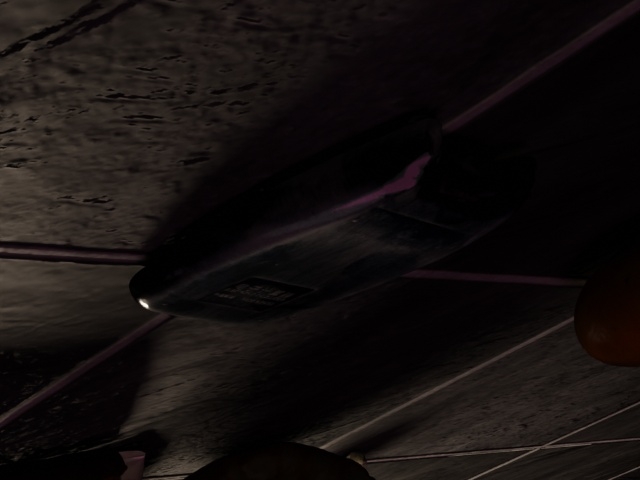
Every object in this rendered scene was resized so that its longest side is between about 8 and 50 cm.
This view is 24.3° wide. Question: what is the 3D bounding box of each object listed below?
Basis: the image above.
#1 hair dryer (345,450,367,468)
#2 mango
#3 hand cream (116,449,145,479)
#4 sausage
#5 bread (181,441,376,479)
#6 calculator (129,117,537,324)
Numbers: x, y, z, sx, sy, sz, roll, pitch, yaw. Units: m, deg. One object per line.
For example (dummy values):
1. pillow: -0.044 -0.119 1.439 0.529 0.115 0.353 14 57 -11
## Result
1. hair dryer: 0.009 0.280 1.721 0.082 0.047 0.137 -1 149 -37
2. mango: 0.282 0.046 1.231 0.141 0.102 0.217 -35 172 -25
3. hand cream: -0.205 0.252 1.469 0.080 0.050 0.234 -10 154 -8
4. sausage: -0.302 0.229 1.265 0.302 0.076 0.103 -2 151 -39
5. bread: -0.055 0.363 1.499 0.328 0.295 0.114 -49 166 -15
6. calculator: 0.000 0.000 0.962 0.268 0.040 0.177 -24 158 32
